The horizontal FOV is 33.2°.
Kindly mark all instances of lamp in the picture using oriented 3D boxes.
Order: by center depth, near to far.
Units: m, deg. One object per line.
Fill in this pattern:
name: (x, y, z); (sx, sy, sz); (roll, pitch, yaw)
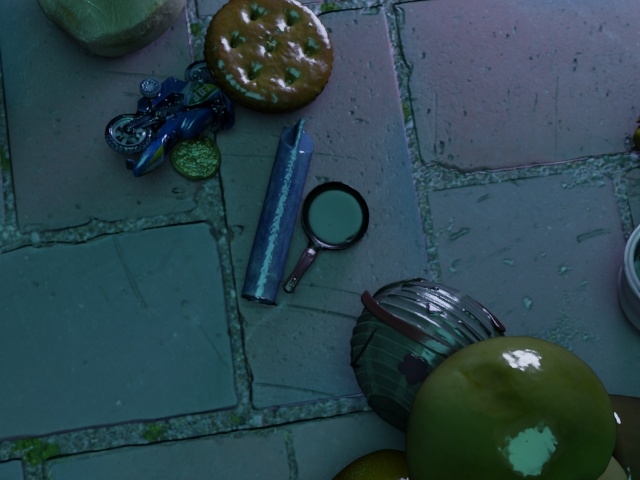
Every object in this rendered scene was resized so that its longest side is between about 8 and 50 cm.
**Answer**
lamp: (0.168, 0.174, 1.617); (0.265, 0.233, 0.233); (29, 79, 10)

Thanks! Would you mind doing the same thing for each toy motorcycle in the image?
toy motorcycle: (-0.227, -0.198, 1.726); (0.135, 0.092, 0.254); (39, 60, 17)

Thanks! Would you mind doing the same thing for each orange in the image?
orange: (0.100, 0.414, 1.565); (0.236, 0.236, 0.236); (1, 79, -3)

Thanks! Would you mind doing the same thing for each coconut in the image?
coconut: (-0.339, -0.423, 1.695); (0.245, 0.247, 0.244); (0, 80, -2)

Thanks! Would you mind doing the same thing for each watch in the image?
watch: (0.604, 0.063, 1.707); (0.244, 0.196, 0.231); (-37, 62, -9)

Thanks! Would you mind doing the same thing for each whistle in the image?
whistle: (-0.064, -0.048, 1.731); (0.062, 0.062, 0.304); (13, 78, 0)

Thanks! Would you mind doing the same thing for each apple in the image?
apple: (0.260, 0.273, 1.407); (0.292, 0.254, 0.291); (-12, 118, -25)

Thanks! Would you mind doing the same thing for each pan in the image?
pan: (-0.001, 0.001, 1.730); (0.115, 0.040, 0.212); (32, 71, 1)

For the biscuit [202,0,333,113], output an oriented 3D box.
biscuit: (-0.085, -0.305, 1.755); (0.221, 0.066, 0.220); (5, 68, -14)

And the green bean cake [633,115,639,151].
green bean cake: (0.685, -0.180, 1.684); (0.310, 0.285, 0.202); (35, 75, 3)

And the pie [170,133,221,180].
pie: (-0.203, -0.136, 1.762); (0.085, 0.017, 0.085); (1, 77, -5)

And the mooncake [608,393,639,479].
mooncake: (0.440, 0.367, 1.561); (0.156, 0.284, 0.284); (8, 78, -9)
